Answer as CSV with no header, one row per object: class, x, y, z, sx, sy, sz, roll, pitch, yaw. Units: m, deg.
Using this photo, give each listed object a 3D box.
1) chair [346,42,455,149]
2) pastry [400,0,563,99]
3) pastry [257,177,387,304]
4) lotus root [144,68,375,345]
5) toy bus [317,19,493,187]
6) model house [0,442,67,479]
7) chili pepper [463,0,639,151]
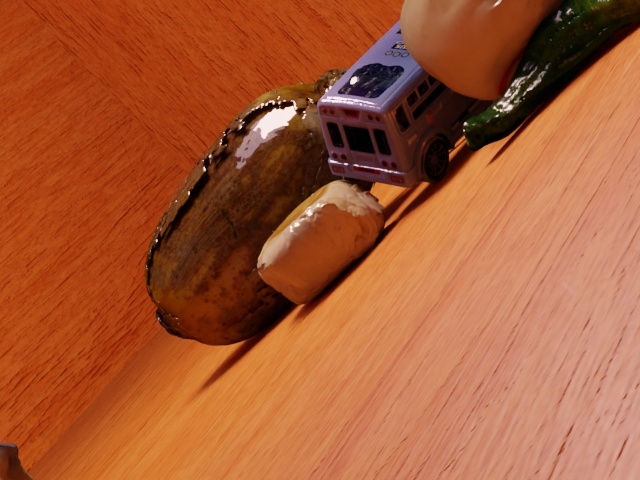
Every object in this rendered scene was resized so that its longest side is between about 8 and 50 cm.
chair,0.144,-0.158,2.095,0.213,0.149,0.174,4,23,21
pastry,0.206,-0.255,1.739,0.265,0.133,0.265,-37,-19,-15
pastry,0.000,0.000,1.883,0.166,0.088,0.166,-45,4,4
lotus root,-0.064,-0.041,2.045,0.397,0.196,0.179,-55,-15,14
toy bus,0.124,-0.186,1.902,0.125,0.133,0.292,12,45,37
model house,-0.449,0.294,1.595,0.334,0.342,0.382,-48,5,-28
chili pepper,0.245,-0.194,1.615,0.279,0.065,0.122,-44,12,29
